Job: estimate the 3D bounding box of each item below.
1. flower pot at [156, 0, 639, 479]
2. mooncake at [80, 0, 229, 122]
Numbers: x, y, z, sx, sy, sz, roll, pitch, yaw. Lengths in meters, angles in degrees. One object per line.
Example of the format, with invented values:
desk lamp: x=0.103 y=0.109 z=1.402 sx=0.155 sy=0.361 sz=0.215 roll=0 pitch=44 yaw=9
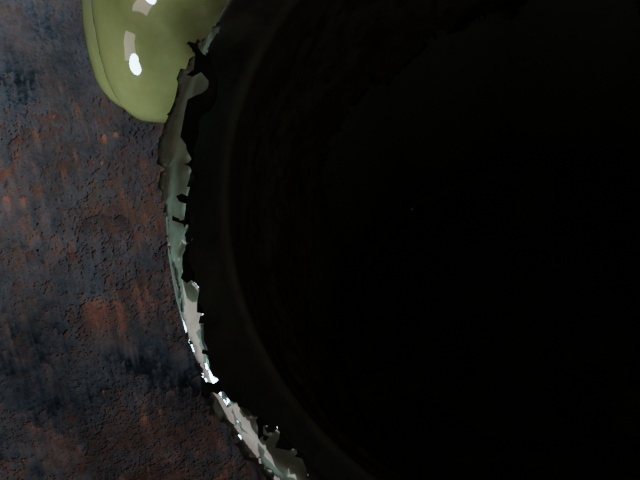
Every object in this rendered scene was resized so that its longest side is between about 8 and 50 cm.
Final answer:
flower pot: x=0.096 y=0.017 z=0.445 sx=0.259 sy=0.290 sz=0.290 roll=78 pitch=176 yaw=-70
mooncake: x=-0.122 y=-0.347 z=1.055 sx=0.467 sy=0.262 sz=0.467 roll=170 pitch=90 yaw=-77
